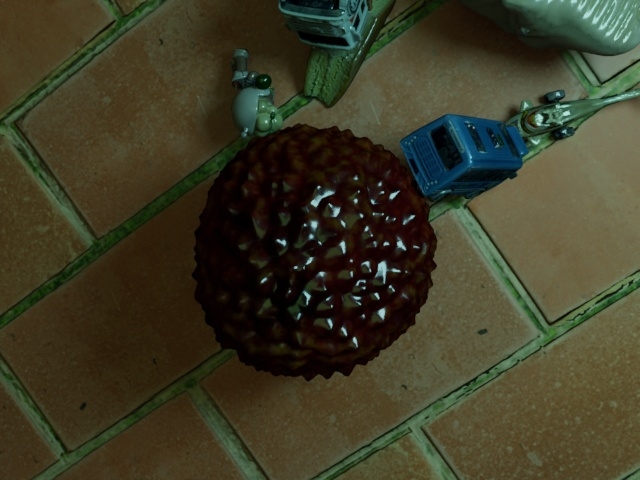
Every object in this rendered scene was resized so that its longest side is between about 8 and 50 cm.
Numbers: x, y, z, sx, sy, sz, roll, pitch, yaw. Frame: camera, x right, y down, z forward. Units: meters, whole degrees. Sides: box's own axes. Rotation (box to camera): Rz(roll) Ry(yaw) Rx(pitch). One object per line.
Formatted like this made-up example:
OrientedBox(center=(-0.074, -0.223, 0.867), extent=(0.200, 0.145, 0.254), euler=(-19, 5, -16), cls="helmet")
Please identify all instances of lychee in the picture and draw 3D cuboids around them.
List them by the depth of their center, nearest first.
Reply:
OrientedBox(center=(0.000, 0.000, 1.120), extent=(0.425, 0.424, 0.499), euler=(26, 57, 3), cls="lychee")

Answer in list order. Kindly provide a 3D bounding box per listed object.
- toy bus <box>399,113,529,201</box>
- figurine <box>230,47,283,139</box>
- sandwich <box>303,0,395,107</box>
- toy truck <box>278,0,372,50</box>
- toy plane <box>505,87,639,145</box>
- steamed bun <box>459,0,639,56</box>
OrientedBox(center=(0.254, -0.147, 1.133), extent=(0.134, 0.246, 0.113), euler=(-32, 74, 37), cls="toy bus")
OrientedBox(center=(-0.125, -0.275, 1.239), extent=(0.094, 0.147, 0.197), euler=(1, 65, -15), cls="figurine")
OrientedBox(center=(0.051, -0.382, 1.226), extent=(0.094, 0.096, 0.257), euler=(29, 95, 9), cls="sandwich")
OrientedBox(center=(0.043, -0.475, 1.114), extent=(0.136, 0.162, 0.305), euler=(15, 76, 19), cls="toy truck")
OrientedBox(center=(0.479, -0.241, 1.181), extent=(0.287, 0.108, 0.091), euler=(-14, 93, 5), cls="toy plane")
OrientedBox(center=(0.380, -0.492, 1.096), extent=(0.368, 0.255, 0.342), euler=(17, 91, -19), cls="steamed bun")
